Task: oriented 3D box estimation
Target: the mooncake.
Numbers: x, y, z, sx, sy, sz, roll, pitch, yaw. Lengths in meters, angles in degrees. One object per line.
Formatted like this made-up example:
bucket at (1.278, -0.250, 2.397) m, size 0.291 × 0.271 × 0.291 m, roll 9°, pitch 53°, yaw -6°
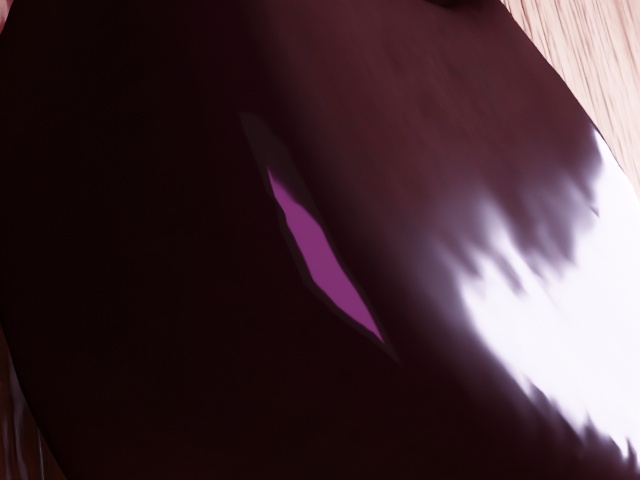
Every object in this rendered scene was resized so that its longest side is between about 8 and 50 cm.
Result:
mooncake at (0.000, 0.000, 0.706) m, size 0.334 × 0.174 × 0.326 m, roll 53°, pitch 31°, yaw -4°
